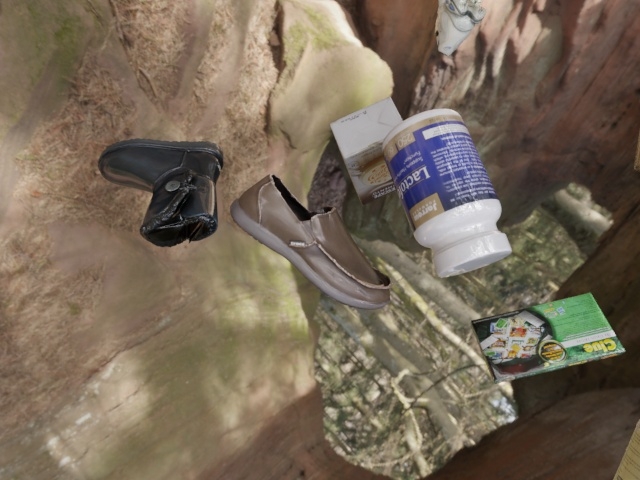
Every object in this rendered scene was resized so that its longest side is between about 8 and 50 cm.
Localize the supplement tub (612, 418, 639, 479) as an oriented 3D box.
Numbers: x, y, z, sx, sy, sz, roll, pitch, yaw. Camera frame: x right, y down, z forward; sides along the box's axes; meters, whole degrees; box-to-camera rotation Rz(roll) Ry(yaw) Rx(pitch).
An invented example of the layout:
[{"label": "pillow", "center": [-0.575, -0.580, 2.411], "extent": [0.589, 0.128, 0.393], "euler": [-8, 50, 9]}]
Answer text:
[{"label": "supplement tub", "center": [0.800, 0.538, 1.023], "extent": [0.235, 0.236, 0.324], "euler": [14, 97, -60]}]

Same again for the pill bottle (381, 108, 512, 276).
[{"label": "pill bottle", "center": [0.217, -0.079, 0.803], "extent": [0.153, 0.264, 0.153], "euler": [-16, 162, -5]}]

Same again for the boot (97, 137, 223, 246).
[{"label": "boot", "center": [-0.298, -0.086, 0.830], "extent": [0.247, 0.207, 0.094], "euler": [-3, 139, 1]}]

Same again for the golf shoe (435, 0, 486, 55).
[{"label": "golf shoe", "center": [0.199, -0.348, 0.717], "extent": [0.176, 0.069, 0.086], "euler": [-73, -171, -48]}]

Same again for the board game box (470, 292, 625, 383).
[{"label": "board game box", "center": [0.460, 0.199, 0.956], "extent": [0.260, 0.136, 0.030], "euler": [-13, 143, 2]}]

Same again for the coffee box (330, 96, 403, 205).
[{"label": "coffee box", "center": [0.125, -0.193, 1.061], "extent": [0.141, 0.098, 0.246], "euler": [-23, 157, 6]}]

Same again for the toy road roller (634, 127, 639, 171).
[{"label": "toy road roller", "center": [0.646, -0.197, 0.710], "extent": [0.241, 0.330, 0.202], "euler": [13, 85, -32]}]

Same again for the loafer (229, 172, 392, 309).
[{"label": "loafer", "center": [0.000, 0.000, 0.900], "extent": [0.130, 0.366, 0.134], "euler": [-54, -175, 17]}]
